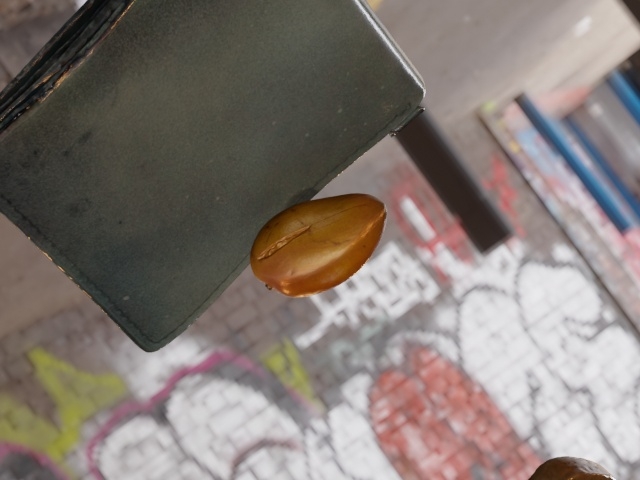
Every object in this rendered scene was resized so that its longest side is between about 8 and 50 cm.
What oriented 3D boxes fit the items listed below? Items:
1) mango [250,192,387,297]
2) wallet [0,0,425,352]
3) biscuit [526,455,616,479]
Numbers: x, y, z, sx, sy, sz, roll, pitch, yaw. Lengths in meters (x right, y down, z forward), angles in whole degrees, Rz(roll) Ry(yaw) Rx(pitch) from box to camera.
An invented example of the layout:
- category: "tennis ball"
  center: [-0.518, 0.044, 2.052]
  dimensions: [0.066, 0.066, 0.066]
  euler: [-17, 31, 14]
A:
- category: "mango"
  center: [0.000, 0.000, 0.945]
  dimensions: [0.089, 0.060, 0.046]
  euler: [-31, 143, 14]
- category: "wallet"
  center: [-0.075, -0.084, 1.065]
  dimensions: [0.290, 0.054, 0.251]
  euler: [-49, 135, -8]
- category: "biscuit"
  center: [0.147, 0.325, 1.388]
  dimensions: [0.320, 0.047, 0.183]
  euler: [-42, 134, -2]
